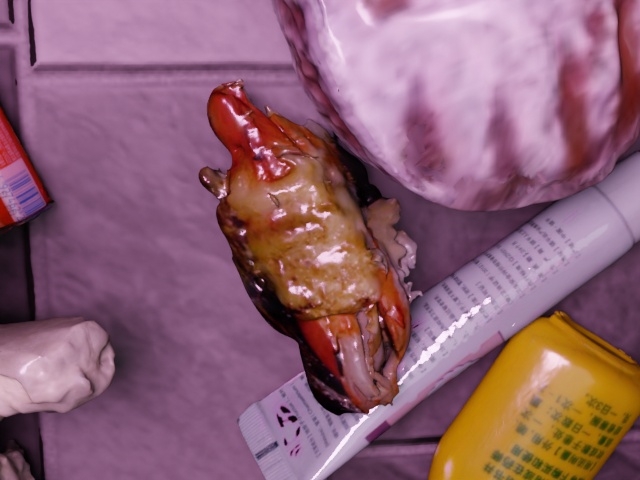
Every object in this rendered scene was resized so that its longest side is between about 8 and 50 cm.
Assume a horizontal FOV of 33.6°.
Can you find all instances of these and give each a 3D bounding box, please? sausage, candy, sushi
[{"bbox_3d":[-0.214,-0.074,0.636,0.050,0.048,0.145,-11,113,35],"label":"sausage"},{"bbox_3d":[0.081,-0.153,0.599,0.214,0.157,0.289,-23,109,-7],"label":"candy"},{"bbox_3d":[0.002,-0.002,0.660,0.097,0.103,0.226,-21,103,33],"label":"sushi"}]

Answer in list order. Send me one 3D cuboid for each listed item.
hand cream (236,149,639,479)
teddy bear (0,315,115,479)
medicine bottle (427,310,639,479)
[{"bbox_3d":[0.091,0.051,0.709,0.331,0.085,0.058,-34,138,-1],"label":"hand cream"},{"bbox_3d":[-0.243,0.158,0.549,0.327,0.375,0.362,-27,104,-23],"label":"teddy bear"},{"bbox_3d":[0.110,0.195,0.753,0.111,0.076,0.309,31,99,-14],"label":"medicine bottle"}]
